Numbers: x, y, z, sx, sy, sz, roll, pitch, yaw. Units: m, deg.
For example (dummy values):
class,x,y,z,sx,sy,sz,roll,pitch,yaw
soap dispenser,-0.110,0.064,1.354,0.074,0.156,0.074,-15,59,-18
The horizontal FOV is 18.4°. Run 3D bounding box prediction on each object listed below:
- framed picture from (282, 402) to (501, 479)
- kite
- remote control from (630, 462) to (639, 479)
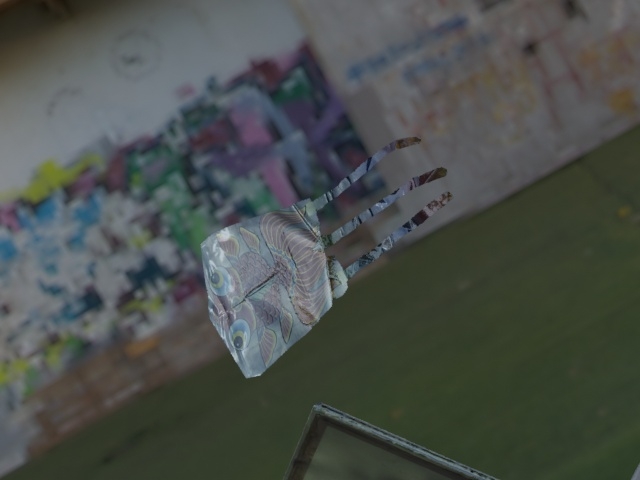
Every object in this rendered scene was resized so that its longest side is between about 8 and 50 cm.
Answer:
class,x,y,z,sx,sy,sz,roll,pitch,yaw
framed picture,0.052,0.206,1.516,0.231,0.173,0.010,113,-179,-60
kite,-0.002,-0.001,1.496,0.229,0.127,0.016,-37,-26,21
remote control,0.262,0.094,0.795,0.332,0.103,0.221,-19,29,40
